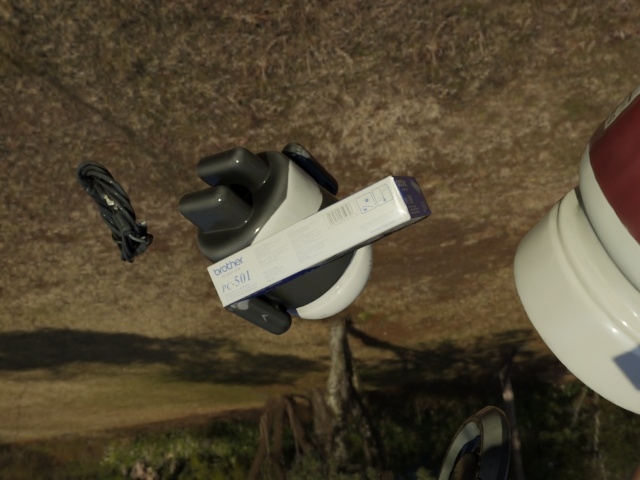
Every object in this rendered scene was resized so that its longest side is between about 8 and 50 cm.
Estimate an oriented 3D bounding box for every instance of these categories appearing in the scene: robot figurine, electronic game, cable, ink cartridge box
[{"bbox_3d":[-0.053,-0.008,0.929,0.209,0.173,0.278,-47,125,8],"label":"robot figurine"},{"bbox_3d":[0.208,0.342,0.967,0.048,0.229,0.229,22,168,1],"label":"electronic game"},{"bbox_3d":[-0.300,-0.039,0.990,0.047,0.150,0.184,-38,-173,-19],"label":"cable"},{"bbox_3d":[0.000,0.000,0.684,0.207,0.046,0.097,-26,175,20],"label":"ink cartridge box"}]

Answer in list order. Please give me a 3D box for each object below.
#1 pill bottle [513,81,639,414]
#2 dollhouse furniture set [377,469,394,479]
[{"bbox_3d":[0.318,-0.059,0.449,0.224,0.224,0.392,-1,141,-33],"label":"pill bottle"},{"bbox_3d":[0.100,0.552,1.266,0.101,0.161,0.182,-10,-156,6],"label":"dollhouse furniture set"}]
